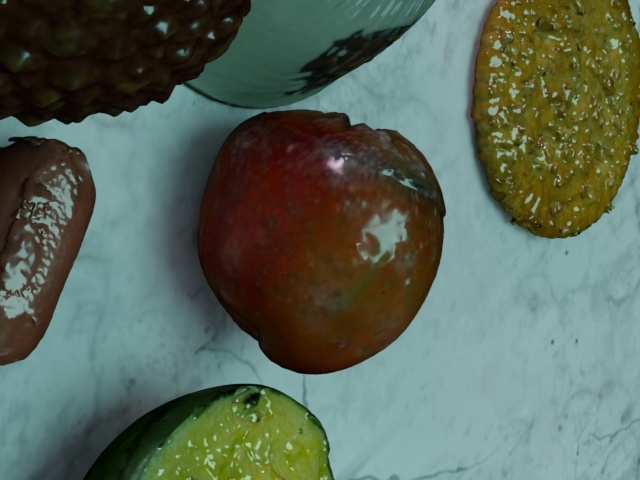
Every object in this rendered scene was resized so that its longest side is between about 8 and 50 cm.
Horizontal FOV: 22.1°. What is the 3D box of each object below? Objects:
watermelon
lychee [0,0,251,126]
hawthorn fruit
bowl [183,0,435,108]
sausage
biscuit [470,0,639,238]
[{"bbox_3d":[-0.088,0.197,1.009,0.232,0.127,0.204,-58,134,-30],"label":"watermelon"},{"bbox_3d":[-0.154,-0.170,0.821,0.271,0.236,0.236,-12,106,-21],"label":"lychee"},{"bbox_3d":[0.000,0.000,1.067,0.173,0.173,0.173,-8,101,-49],"label":"hawthorn fruit"},{"bbox_3d":[0.016,-0.250,1.058,0.337,0.157,0.337,-10,103,-48],"label":"bowl"},{"bbox_3d":[-0.174,0.004,0.926,0.076,0.076,0.141,40,66,-45],"label":"sausage"},{"bbox_3d":[0.211,-0.124,1.396,0.254,0.035,0.254,-7,100,-49],"label":"biscuit"}]
